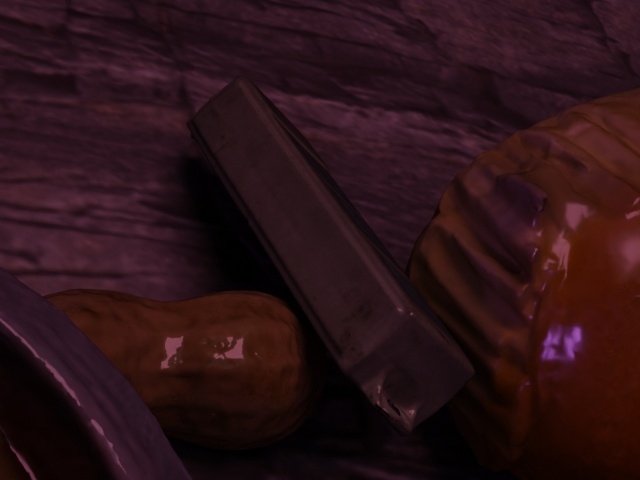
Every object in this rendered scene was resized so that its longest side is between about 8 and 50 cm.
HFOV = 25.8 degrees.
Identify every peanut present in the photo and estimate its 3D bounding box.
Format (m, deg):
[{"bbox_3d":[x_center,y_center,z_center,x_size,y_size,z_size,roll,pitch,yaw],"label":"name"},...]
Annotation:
[{"bbox_3d":[-0.076,0.064,0.686,0.193,0.089,0.089,1,49,-33],"label":"peanut"}]

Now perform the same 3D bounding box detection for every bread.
[{"bbox_3d":[0.231,0.032,0.840,0.389,0.236,0.183,-14,41,-33],"label":"bread"}]

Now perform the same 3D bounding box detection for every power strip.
[{"bbox_3d":[0.000,0.000,0.767,0.078,0.052,0.272,44,7,-42],"label":"power strip"}]

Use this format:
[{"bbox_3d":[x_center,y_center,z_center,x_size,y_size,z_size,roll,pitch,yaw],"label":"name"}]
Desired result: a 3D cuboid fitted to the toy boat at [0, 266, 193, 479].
[{"bbox_3d":[-0.130,0.132,0.499,0.276,0.111,0.293,54,18,-14],"label":"toy boat"}]
